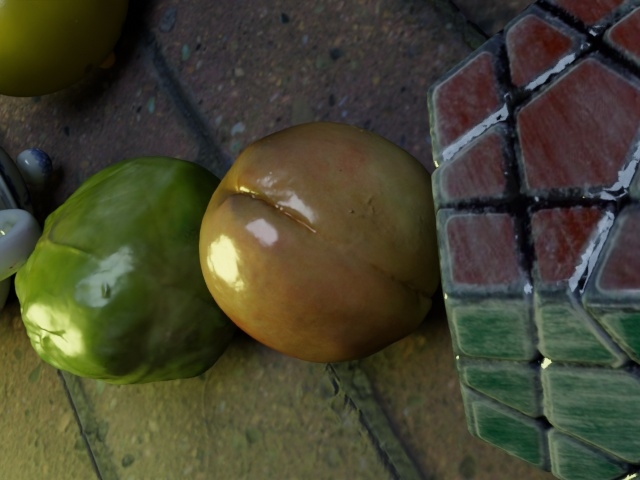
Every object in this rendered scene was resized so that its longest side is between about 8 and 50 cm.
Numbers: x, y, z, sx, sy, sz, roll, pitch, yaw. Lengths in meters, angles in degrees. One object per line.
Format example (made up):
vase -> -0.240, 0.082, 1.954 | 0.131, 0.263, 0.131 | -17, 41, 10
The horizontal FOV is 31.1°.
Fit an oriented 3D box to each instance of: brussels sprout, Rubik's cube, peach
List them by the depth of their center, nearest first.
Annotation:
Rubik's cube -> 0.198, -0.007, 0.619 | 0.319, 0.319, 0.264 | -38, 76, 21
peach -> 0.000, 0.000, 0.849 | 0.184, 0.184, 0.184 | -18, 59, 33
brussels sprout -> -0.159, 0.023, 0.981 | 0.223, 0.161, 0.223 | -13, 63, 28

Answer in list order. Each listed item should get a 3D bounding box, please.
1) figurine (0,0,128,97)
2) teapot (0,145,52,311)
figurine -> -0.355, -0.251, 1.278 | 0.344, 0.187, 0.215 | -1, 57, 47
teapot -> -0.398, -0.019, 1.172 | 0.280, 0.252, 0.424 | -31, 26, -23
